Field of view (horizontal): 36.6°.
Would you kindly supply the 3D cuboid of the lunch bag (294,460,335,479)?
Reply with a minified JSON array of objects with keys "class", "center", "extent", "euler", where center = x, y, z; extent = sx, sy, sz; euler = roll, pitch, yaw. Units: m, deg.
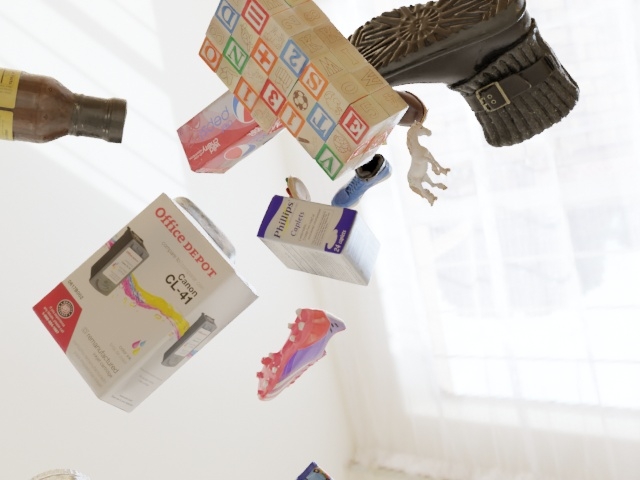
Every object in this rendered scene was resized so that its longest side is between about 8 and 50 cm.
[{"class":"lunch bag","center":[-0.030,0.592,1.766],"extent":[0.293,0.221,0.138],"euler":[-55,168,29]}]

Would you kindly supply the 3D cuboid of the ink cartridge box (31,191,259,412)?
[{"class":"ink cartridge box","center":[-0.298,0.104,1.648],"extent":[0.306,0.226,0.131],"euler":[-43,154,-3]}]

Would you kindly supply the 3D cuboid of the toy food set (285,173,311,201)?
[{"class":"toy food set","center":[-0.048,-0.102,2.066],"extent":[0.020,0.083,0.082],"euler":[-28,-171,23]}]

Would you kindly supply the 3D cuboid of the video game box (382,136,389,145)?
[{"class":"video game box","center":[0.036,-0.285,2.045],"extent":[0.205,0.187,0.048],"euler":[4,-133,16]}]

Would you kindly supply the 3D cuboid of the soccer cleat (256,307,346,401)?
[{"class":"soccer cleat","center":[-0.043,0.221,1.792],"extent":[0.095,0.248,0.083],"euler":[16,-144,-21]}]

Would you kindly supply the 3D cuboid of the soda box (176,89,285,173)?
[{"class":"soda box","center":[-0.127,-0.210,1.646],"extent":[0.263,0.092,0.083],"euler":[-31,165,37]}]

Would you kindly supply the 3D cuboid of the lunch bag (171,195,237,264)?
[{"class":"lunch bag","center":[-0.347,0.078,1.975],"extent":[0.305,0.212,0.256],"euler":[-40,-174,23]}]

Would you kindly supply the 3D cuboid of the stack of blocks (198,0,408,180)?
[{"class":"stack of blocks","center":[-0.032,-0.232,1.390],"extent":[0.087,0.297,0.171],"euler":[-32,166,-38]}]

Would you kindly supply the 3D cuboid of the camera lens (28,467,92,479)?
[{"class":"camera lens","center":[-0.563,0.657,2.114],"extent":[0.219,0.219,0.274],"euler":[-11,-156,-17]}]

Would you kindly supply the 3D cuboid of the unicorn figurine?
[{"class":"unicorn figurine","center":[0.193,-0.144,1.793],"extent":[0.060,0.162,0.111],"euler":[-17,-132,-41]}]

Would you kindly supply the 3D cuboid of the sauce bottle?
[{"class":"sauce bottle","center":[-0.465,-0.201,1.441],"extent":[0.344,0.111,0.111],"euler":[9,178,-13]}]

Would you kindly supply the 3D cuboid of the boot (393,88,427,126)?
[{"class":"boot","center":[0.112,-0.332,2.331],"extent":[0.248,0.090,0.207],"euler":[29,-156,36]}]

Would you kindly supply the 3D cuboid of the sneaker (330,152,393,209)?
[{"class":"sneaker","center":[0.076,-0.125,1.999],"extent":[0.152,0.058,0.084],"euler":[-34,152,4]}]

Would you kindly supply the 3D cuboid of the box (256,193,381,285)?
[{"class":"box","center":[0.000,0.000,1.380],"extent":[0.137,0.072,0.126],"euler":[12,161,25]}]

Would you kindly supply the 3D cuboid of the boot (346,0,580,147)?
[{"class":"boot","center":[0.218,-0.257,1.565],"extent":[0.348,0.131,0.260],"euler":[-12,139,30]}]
